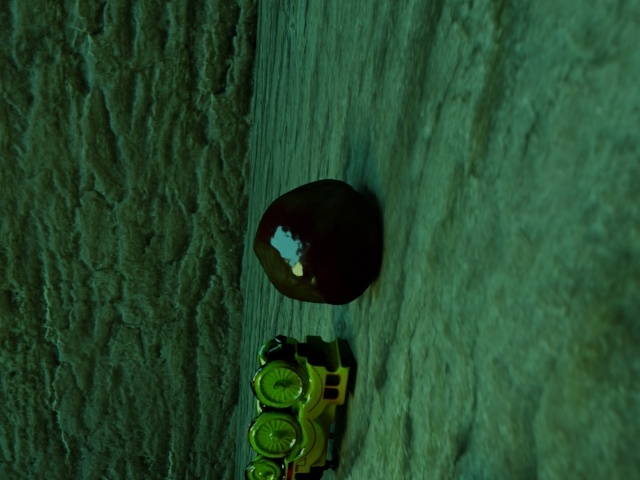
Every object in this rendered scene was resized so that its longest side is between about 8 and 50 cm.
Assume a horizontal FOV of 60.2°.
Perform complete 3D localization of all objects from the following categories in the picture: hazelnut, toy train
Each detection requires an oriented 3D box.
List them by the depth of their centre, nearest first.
[{"bbox_3d":[-0.001,0.008,0.783,0.201,0.160,0.170,17,126,38],"label":"hazelnut"},{"bbox_3d":[-0.039,0.288,0.896,0.100,0.160,0.297,-97,14,-66],"label":"toy train"}]
